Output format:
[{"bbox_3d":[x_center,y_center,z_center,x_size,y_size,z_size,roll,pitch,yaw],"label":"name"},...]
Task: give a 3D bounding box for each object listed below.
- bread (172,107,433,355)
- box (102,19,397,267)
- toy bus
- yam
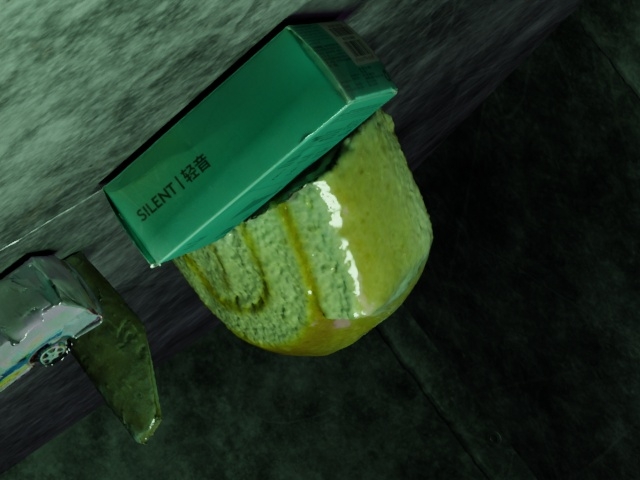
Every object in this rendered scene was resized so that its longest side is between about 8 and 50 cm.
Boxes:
[{"bbox_3d":[0.007,0.002,2.227,0.239,0.264,0.395,-47,-164,-29],"label":"bread"},{"bbox_3d":[-0.080,-0.116,1.949,0.311,0.118,0.205,-39,174,21],"label":"box"},{"bbox_3d":[-0.420,0.139,2.029,0.317,0.112,0.138,-38,164,1],"label":"toy bus"},{"bbox_3d":[-0.271,0.134,2.167,0.106,0.259,0.106,-38,167,-11],"label":"yam"}]
